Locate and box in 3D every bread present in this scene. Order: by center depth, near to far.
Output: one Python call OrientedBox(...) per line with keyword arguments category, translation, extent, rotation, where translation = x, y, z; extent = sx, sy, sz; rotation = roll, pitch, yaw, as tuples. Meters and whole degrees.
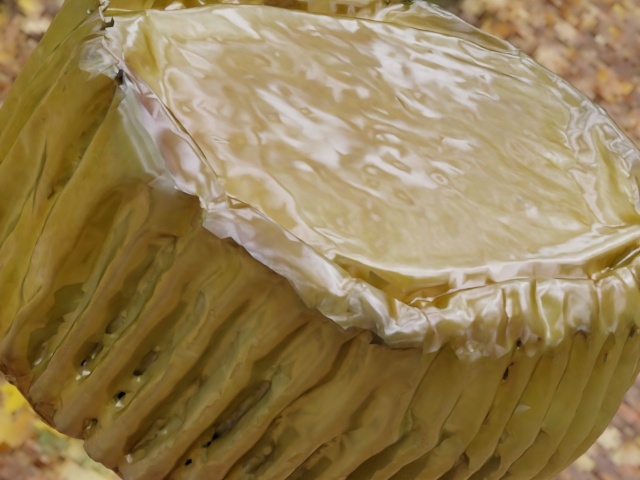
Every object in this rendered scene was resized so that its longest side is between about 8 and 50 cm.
OrientedBox(category="bread", translation=(0.000, 0.000, 0.589), extent=(0.253, 0.142, 0.227), rotation=(1, 47, -37))
